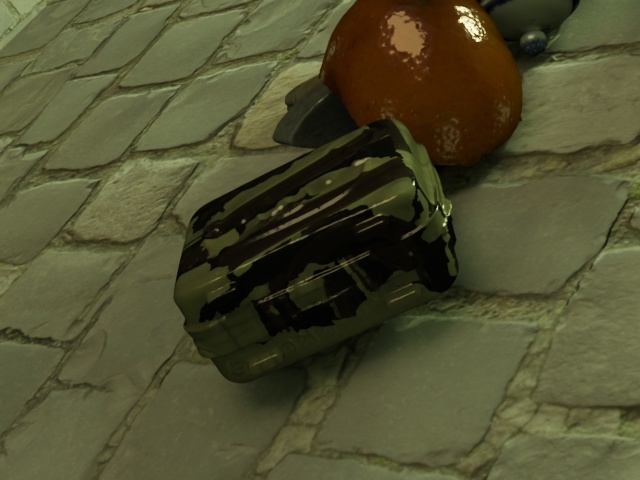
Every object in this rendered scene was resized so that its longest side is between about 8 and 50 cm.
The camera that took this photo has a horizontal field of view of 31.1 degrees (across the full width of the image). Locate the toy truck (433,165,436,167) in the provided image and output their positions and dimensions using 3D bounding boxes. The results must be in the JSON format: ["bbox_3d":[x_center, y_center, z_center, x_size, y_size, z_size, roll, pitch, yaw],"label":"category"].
[{"bbox_3d":[0.104,-0.124,1.653,0.147,0.065,0.079,-18,32,25],"label":"toy truck"}]

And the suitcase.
[{"bbox_3d":[0.000,0.000,1.456,0.352,0.194,0.339,-25,25,11],"label":"suitcase"}]

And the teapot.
[{"bbox_3d":[0.298,-0.404,1.731,0.424,0.252,0.280,-20,69,36],"label":"teapot"}]

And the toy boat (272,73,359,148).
[{"bbox_3d":[0.056,-0.239,1.829,0.276,0.111,0.293,-19,23,10],"label":"toy boat"}]

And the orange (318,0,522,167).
[{"bbox_3d":[0.140,-0.243,1.633,0.274,0.274,0.310,-37,16,-7],"label":"orange"}]
